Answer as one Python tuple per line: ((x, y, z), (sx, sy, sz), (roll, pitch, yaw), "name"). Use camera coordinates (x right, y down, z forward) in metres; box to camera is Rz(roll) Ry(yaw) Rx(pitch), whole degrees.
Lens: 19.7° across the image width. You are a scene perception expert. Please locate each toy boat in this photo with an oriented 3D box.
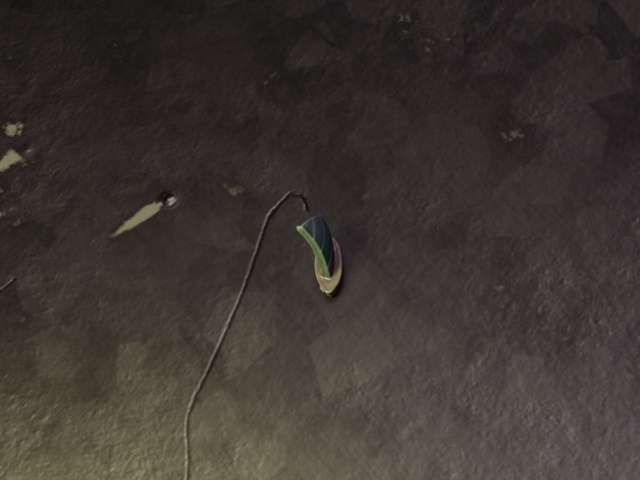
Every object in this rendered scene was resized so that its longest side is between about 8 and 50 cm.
((0.000, 0.000, 2.194), (0.034, 0.122, 0.096), (-8, 53, 9), "toy boat")
